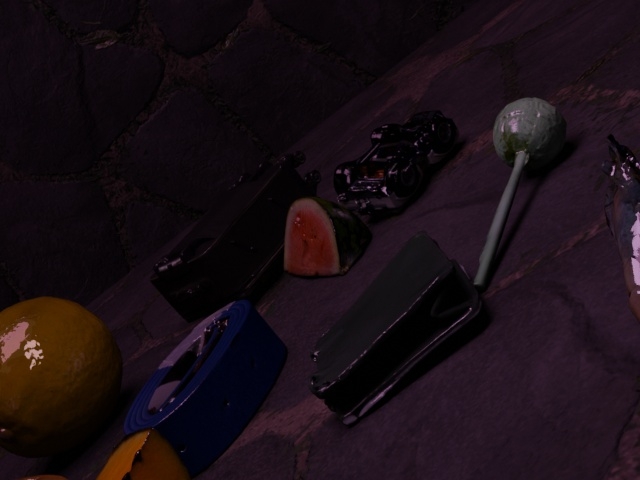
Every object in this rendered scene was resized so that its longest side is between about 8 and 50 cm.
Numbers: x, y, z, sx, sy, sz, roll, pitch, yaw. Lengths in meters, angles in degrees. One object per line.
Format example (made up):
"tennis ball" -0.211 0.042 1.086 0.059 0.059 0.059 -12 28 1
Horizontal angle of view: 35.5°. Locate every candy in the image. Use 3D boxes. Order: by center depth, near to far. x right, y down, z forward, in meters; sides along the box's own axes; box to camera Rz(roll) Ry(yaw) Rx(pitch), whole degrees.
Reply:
"candy" 0.292 -0.076 1.531 0.119 0.119 0.440 -27 25 40

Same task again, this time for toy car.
"toy car" 0.168 -0.164 2.066 0.193 0.118 0.301 -4 33 47

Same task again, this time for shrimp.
"shrimp" 0.375 -0.024 0.996 0.178 0.075 0.289 -24 36 22

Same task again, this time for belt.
"belt" -0.188 0.244 1.655 0.212 0.117 0.347 -28 18 34

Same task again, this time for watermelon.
"watermelon" 0.024 -0.010 2.032 0.128 0.159 0.303 -2 -1 -24

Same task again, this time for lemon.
"lemon" -0.582 0.288 2.099 0.348 0.348 0.348 -36 14 10

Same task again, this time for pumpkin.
"pumpkin" -0.251 0.406 1.242 0.169 0.148 0.312 -39 19 39

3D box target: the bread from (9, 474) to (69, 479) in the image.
"bread" -0.471 0.461 1.595 0.262 0.162 0.204 -26 0 -10

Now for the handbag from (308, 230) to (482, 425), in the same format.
"handbag" 0.093 0.116 1.396 0.260 0.079 0.247 -42 11 7

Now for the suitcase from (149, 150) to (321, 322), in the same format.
"suitcase" -0.186 -0.002 2.282 0.283 0.194 0.434 -24 19 46
